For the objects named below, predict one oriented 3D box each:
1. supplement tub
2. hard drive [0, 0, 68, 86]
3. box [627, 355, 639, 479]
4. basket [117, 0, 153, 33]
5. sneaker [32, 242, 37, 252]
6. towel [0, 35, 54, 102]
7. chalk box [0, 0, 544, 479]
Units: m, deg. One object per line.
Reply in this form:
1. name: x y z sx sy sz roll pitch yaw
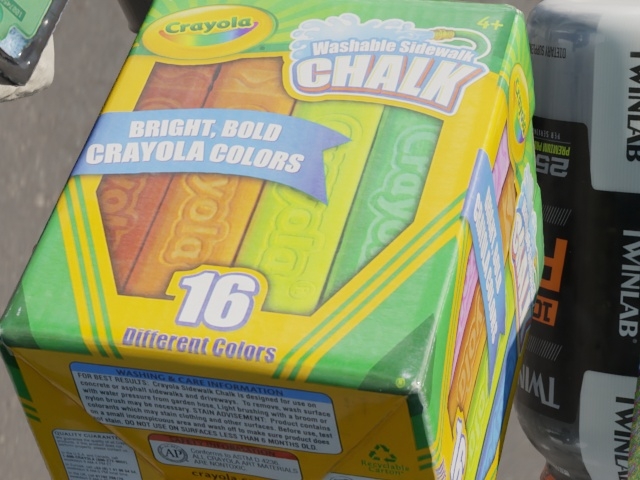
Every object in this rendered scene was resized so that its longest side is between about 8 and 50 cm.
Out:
1. supplement tub: 0.227 0.016 1.191 0.207 0.207 0.338 -1 99 -12
2. hard drive: -0.169 -0.237 0.640 0.064 0.339 0.237 11 70 35
3. box: 0.297 0.033 0.893 0.177 0.279 0.290 33 20 0
4. basket: -0.151 -0.323 1.606 0.227 0.154 0.204 60 28 -22
5. sneaker: -0.254 0.043 1.917 0.042 0.118 0.067 -27 50 15
6. towel: -0.254 -0.196 1.078 0.187 0.282 0.049 -20 31 -32
7. chalk box: 0.000 0.000 0.858 0.180 0.179 0.289 4 48 15
